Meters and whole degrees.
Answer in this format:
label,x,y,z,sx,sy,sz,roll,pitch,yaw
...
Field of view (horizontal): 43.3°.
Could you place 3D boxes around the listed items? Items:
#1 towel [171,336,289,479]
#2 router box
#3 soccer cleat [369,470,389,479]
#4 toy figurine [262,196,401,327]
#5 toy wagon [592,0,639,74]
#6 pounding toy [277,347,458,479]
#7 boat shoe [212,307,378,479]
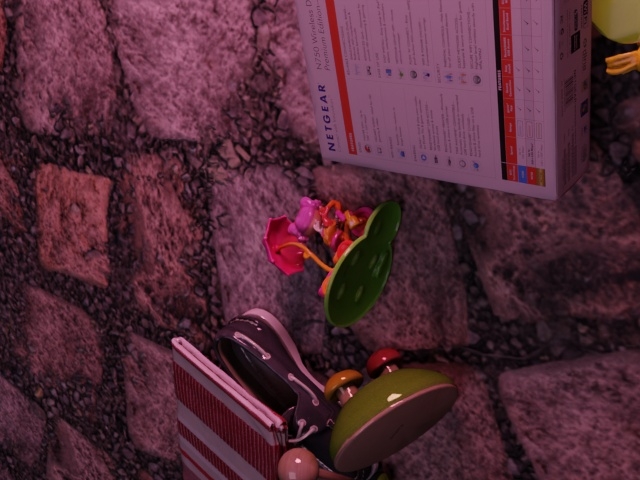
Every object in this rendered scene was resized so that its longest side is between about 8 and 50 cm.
label,x,y,z,sx,sy,sz,roll,pitch,yaw
towel,-0.138,0.322,1.221,0.237,0.037,0.329,31,135,33
router box,0.114,-0.227,0.815,0.301,0.082,0.335,15,128,37
soccer cleat,0.062,0.399,1.166,0.072,0.060,0.179,22,124,27
toy figurine,0.000,0.000,1.037,0.159,0.130,0.173,28,99,32
toy wagon,0.267,-0.329,0.755,0.267,0.068,0.344,-10,103,35
pounding toy,0.053,0.216,1.040,0.237,0.183,0.110,-43,60,16
boat shoe,-0.041,0.238,1.151,0.302,0.091,0.114,47,124,8
